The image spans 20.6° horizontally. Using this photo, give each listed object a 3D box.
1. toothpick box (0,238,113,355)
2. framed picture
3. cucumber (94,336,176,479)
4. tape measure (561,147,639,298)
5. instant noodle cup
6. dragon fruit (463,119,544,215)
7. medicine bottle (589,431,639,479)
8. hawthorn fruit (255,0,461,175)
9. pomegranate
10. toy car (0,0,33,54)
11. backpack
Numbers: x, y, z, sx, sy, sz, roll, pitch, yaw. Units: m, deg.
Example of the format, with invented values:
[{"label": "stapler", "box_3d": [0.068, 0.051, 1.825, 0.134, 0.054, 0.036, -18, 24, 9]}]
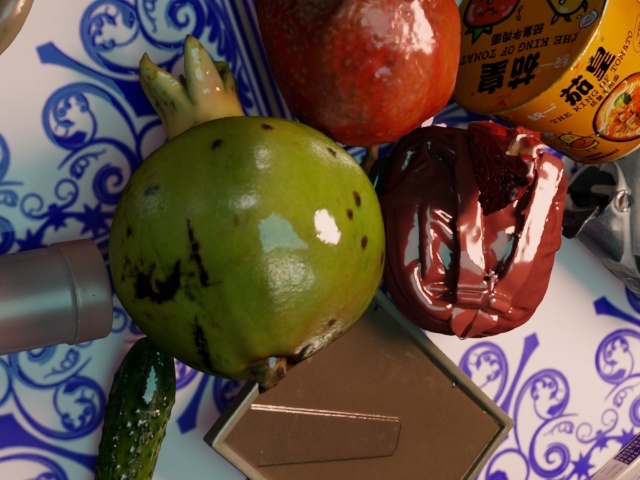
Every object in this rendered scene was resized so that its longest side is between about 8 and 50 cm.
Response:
[{"label": "toothpick box", "box_3d": [-0.279, 0.057, 1.643, 0.149, 0.098, 0.098, -10, 102, -24]}, {"label": "framed picture", "box_3d": [0.050, 0.200, 1.840, 0.324, 0.020, 0.240, 43, 79, -35]}, {"label": "cucumber", "box_3d": [-0.187, 0.204, 1.734, 0.069, 0.069, 0.227, 10, 97, -27]}, {"label": "tape measure", "box_3d": [0.413, -0.047, 1.937, 0.256, 0.147, 0.275, 41, 81, -26]}, {"label": "instant noodle cup", "box_3d": [0.259, -0.187, 1.816, 0.172, 0.216, 0.215, 32, 84, -35]}, {"label": "dragon fruit", "box_3d": [0.194, -0.081, 1.708, 0.063, 0.131, 0.097, -8, 85, -15]}, {"label": "medicine bottle", "box_3d": [0.367, 0.335, 2.029, 0.201, 0.052, 0.171, -41, 113, -15]}, {"label": "hawthorn fruit", "box_3d": [0.043, -0.182, 1.714, 0.205, 0.205, 0.253, -22, 117, -21]}, {"label": "pomegranate", "box_3d": [-0.085, -0.027, 1.655, 0.260, 0.260, 0.340, -22, 79, -21]}, {"label": "toy car", "box_3d": [-0.303, -0.317, 1.500, 0.242, 0.226, 0.336, 37, 80, -26]}, {"label": "backpack", "box_3d": [0.154, -0.003, 1.814, 0.229, 0.139, 0.229, 3, 84, -28]}]
